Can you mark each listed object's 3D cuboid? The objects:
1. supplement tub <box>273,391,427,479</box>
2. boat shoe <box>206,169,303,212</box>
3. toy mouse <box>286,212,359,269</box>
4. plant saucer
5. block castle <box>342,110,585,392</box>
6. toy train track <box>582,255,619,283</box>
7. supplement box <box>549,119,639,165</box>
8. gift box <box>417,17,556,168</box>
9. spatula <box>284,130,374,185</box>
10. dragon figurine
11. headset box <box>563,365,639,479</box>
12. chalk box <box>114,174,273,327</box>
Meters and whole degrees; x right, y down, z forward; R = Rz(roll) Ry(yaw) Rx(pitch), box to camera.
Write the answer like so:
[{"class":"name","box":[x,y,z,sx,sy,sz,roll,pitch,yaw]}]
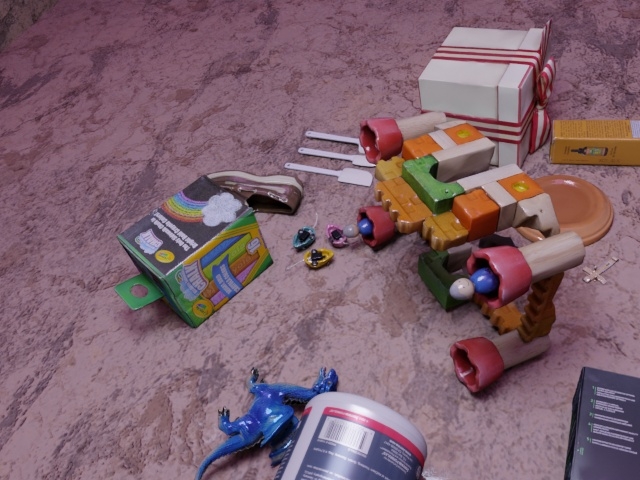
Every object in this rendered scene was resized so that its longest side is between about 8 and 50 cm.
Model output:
[{"class":"supplement tub","box":[0.022,0.367,0.776,0.191,0.191,0.272,11,52,23]},{"class":"boat shoe","box":[-0.172,-0.103,1.327,0.258,0.095,0.095,0,54,14]},{"class":"toy mouse","box":[0.000,0.000,1.228,0.161,0.031,0.143,-13,47,2]},{"class":"plant saucer","box":[0.488,-0.069,1.161,0.200,0.037,0.199,-8,47,8]},{"class":"block castle","box":[0.204,-0.001,0.988,0.213,0.303,0.453,-17,46,-15]},{"class":"toy train track","box":[0.522,0.052,1.058,0.083,0.014,0.048,-31,49,-15]},{"class":"supplement box","box":[0.621,-0.212,1.231,0.234,0.078,0.080,3,49,16]},{"class":"gift box","box":[0.396,-0.344,1.290,0.258,0.255,0.276,17,61,29]},{"class":"spatula","box":[0.044,-0.211,1.423,0.242,0.019,0.168,13,58,26]},{"class":"dragon figurine","box":[-0.084,0.305,0.933,0.144,0.085,0.289,21,55,30]},{"class":"headset box","box":[0.452,0.324,0.746,0.247,0.131,0.283,9,51,22]},{"class":"chalk box","box":[-0.274,0.040,1.164,0.289,0.179,0.180,-40,52,-20]}]
